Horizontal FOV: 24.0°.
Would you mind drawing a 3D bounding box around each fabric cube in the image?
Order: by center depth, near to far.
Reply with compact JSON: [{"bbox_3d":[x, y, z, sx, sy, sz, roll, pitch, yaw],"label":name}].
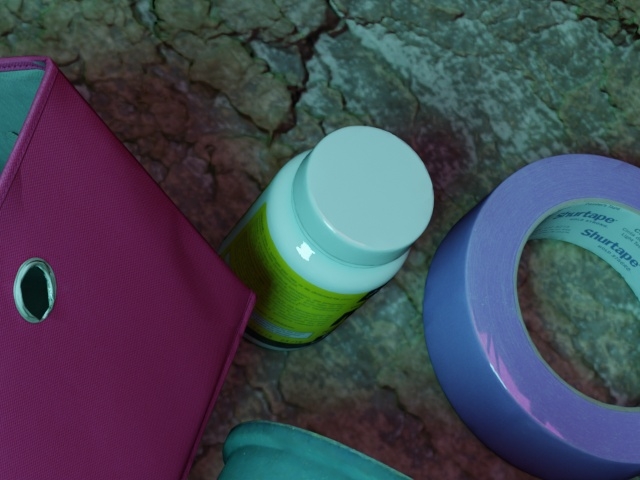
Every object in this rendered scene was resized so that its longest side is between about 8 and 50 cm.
[{"bbox_3d":[-0.235,0.068,0.947,0.258,0.259,0.254,53,47,-45],"label":"fabric cube"}]

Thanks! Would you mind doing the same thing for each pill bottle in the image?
[{"bbox_3d":[0.000,0.000,1.158,0.119,0.208,0.119,8,66,-19],"label":"pill bottle"}]

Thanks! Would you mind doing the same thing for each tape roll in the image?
[{"bbox_3d":[0.230,0.067,1.293,0.275,0.090,0.275,8,66,-18],"label":"tape roll"}]

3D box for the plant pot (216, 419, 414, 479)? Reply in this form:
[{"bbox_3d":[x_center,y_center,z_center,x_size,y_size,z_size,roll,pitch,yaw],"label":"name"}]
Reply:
[{"bbox_3d":[-0.016,0.351,0.954,0.341,0.341,0.334,38,68,-3],"label":"plant pot"}]
